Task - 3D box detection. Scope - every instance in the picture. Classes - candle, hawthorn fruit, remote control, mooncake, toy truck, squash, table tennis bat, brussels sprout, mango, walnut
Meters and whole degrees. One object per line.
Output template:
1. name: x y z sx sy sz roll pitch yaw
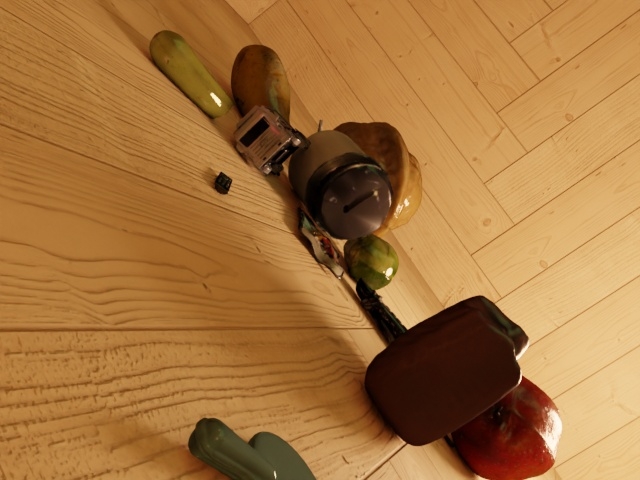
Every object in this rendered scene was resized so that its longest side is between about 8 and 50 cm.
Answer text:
1. candle: 0.039 -0.159 1.822 0.221 0.221 0.342 47 5 -33
2. hawthorn fruit: 0.417 0.412 1.560 0.254 0.254 0.300 59 -3 28
3. remote control: -0.179 -0.105 1.271 0.034 0.016 0.091 35 14 -12
4. mooncake: 0.228 0.217 1.245 0.326 0.334 0.174 -28 78 -39
5. toy truck: -0.128 -0.251 1.686 0.155 0.124 0.268 47 9 0
6. squash: -0.270 -0.347 1.483 0.250 0.083 0.083 46 13 -47
7. table tennis bat: -0.048 0.242 0.688 0.237 0.038 0.149 51 11 -40
8. brussels sprout: 0.132 0.055 1.845 0.146 0.131 0.183 29 17 -13
9. remote control: 0.166 0.207 1.701 0.265 0.066 0.090 50 -3 3
10. mango: -0.165 -0.404 1.947 0.177 0.175 0.329 14 52 -24
11. walnut: 0.136 -0.187 2.137 0.383 0.384 0.383 51 11 -14

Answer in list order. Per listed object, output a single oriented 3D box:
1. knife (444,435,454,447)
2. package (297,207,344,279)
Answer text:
1. knife: 0.250 0.395 1.576 0.170 0.010 0.023 55 4 14
2. package: 0.000 0.000 1.668 0.166 0.040 0.232 51 9 -11
